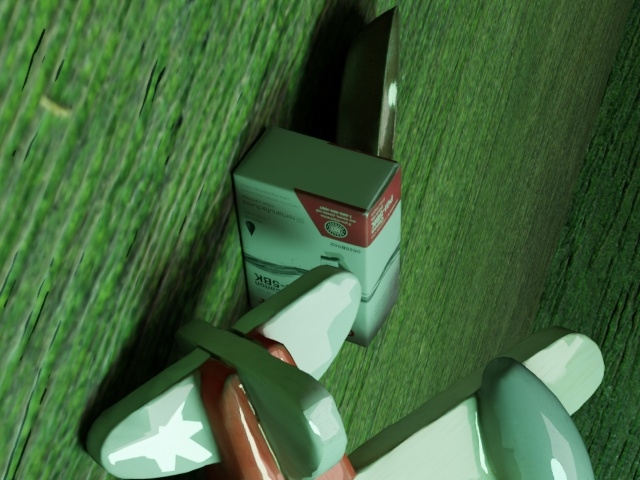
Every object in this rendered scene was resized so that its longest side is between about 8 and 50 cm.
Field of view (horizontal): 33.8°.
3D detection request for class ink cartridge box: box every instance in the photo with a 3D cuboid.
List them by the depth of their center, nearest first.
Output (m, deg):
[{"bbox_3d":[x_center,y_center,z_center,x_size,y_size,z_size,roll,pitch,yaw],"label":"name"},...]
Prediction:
[{"bbox_3d":[0.000,0.000,0.724,0.056,0.099,0.135,-56,155,-38],"label":"ink cartridge box"}]

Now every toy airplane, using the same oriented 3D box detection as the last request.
[{"bbox_3d":[0.017,0.215,0.670,0.384,0.272,0.386,15,108,-51],"label":"toy airplane"}]

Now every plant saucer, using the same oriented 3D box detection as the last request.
[{"bbox_3d":[0.036,-0.080,0.807,0.198,0.036,0.198,5,90,-84],"label":"plant saucer"}]
